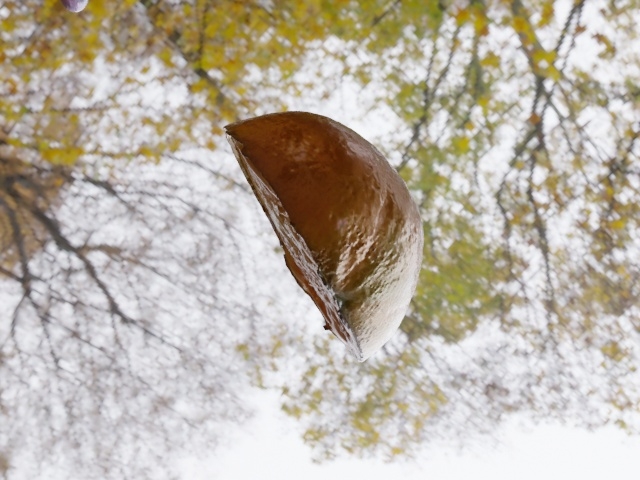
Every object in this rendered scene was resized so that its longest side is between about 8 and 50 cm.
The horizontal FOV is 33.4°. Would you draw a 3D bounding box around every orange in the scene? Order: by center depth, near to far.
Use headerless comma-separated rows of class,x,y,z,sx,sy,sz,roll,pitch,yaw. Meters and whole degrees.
orange,0.001,-0.001,1.282,0.274,0.274,0.310,32,-57,49

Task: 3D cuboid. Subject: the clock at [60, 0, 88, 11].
clock,-0.370,-0.437,1.674,0.050,0.110,0.153,5,-127,46
